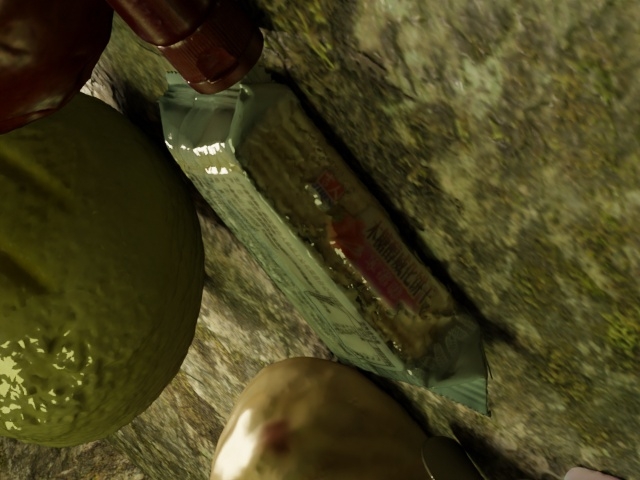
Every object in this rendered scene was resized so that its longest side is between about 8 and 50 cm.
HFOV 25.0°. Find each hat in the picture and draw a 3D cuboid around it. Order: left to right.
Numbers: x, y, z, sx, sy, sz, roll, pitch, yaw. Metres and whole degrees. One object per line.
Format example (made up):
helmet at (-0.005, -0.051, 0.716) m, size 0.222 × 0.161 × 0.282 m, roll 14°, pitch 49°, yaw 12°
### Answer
hat at (0.175, 0.231, 1.279) m, size 0.166 × 0.144 × 0.173 m, roll 53°, pitch -155°, yaw -35°

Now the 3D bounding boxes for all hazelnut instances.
hazelnut at (0.009, 0.236, 1.441) m, size 0.241 × 0.261 × 0.261 m, roll 2°, pitch 147°, yaw 17°

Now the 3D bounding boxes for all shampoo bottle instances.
shampoo bottle at (-0.129, -0.193, 0.870) m, size 0.260 × 0.064 × 0.102 m, roll 47°, pitch -168°, yaw -38°

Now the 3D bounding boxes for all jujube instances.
jujube at (-0.270, -0.185, 1.047) m, size 0.223 × 0.223 × 0.318 m, roll 49°, pitch 170°, yaw -19°

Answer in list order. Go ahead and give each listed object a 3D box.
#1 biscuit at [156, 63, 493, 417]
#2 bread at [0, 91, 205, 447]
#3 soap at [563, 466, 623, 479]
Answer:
biscuit at (-0.002, 0.000, 1.066) m, size 0.309 × 0.079 × 0.186 m, roll 49°, pitch 165°, yaw -19°
bread at (-0.254, 0.018, 1.307) m, size 0.320 × 0.320 × 0.237 m, roll 33°, pitch 165°, yaw 31°
soap at (0.251, 0.253, 1.134) m, size 0.149 × 0.056 × 0.100 m, roll 49°, pitch 165°, yaw -16°
